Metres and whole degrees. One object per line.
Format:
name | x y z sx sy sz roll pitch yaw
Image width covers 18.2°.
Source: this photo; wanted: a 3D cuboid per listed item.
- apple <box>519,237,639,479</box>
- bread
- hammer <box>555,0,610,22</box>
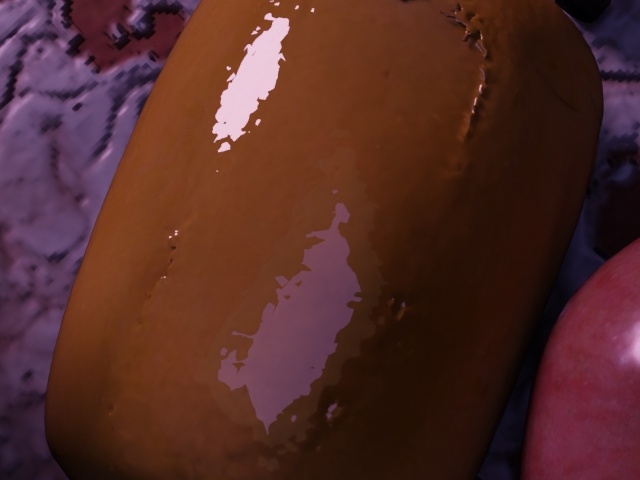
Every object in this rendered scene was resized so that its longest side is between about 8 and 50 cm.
apple | 0.134 0.064 0.589 0.153 0.120 0.153 -1 79 7
bread | 0.000 0.000 0.626 0.147 0.098 0.217 15 73 13
hammer | 0.042 -0.164 0.701 0.201 0.021 0.078 39 85 12
